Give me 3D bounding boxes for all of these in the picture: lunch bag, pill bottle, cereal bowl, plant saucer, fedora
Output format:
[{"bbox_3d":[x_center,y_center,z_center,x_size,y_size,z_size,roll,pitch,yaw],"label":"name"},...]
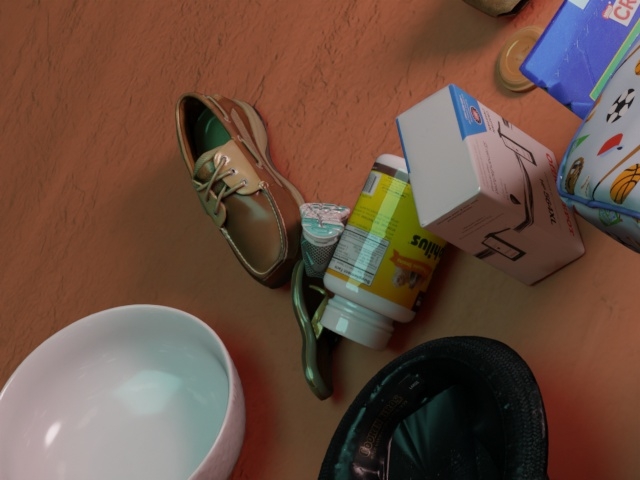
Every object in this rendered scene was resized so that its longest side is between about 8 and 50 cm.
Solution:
[{"bbox_3d":[0.324,-0.095,1.366,0.243,0.115,0.303,-56,16,-1],"label":"lunch bag"},{"bbox_3d":[0.079,0.016,1.965,0.117,0.117,0.215,24,90,48],"label":"pill bottle"},{"bbox_3d":[-0.243,0.254,2.124,0.338,0.141,0.339,-12,48,13],"label":"cereal bowl"},{"bbox_3d":[0.241,-0.215,1.983,0.083,0.013,0.084,-20,59,37],"label":"plant saucer"},{"bbox_3d":[0.145,0.272,1.755,0.334,0.152,0.334,-26,47,33],"label":"fedora"}]

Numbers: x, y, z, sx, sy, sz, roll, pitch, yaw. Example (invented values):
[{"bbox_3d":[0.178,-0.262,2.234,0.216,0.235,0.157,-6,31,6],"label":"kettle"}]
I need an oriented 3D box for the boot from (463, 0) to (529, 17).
[{"bbox_3d":[0.272,-0.398,1.996,0.115,0.112,0.305,40,99,16],"label":"boot"}]

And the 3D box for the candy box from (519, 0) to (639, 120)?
[{"bbox_3d":[0.341,-0.229,1.660,0.122,0.317,0.268,37,101,17],"label":"candy box"}]

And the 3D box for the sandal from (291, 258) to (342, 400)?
[{"bbox_3d":[0.004,0.105,2.041,0.049,0.072,0.180,-19,60,21],"label":"sandal"}]

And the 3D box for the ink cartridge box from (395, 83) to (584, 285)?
[{"bbox_3d":[0.185,-0.058,1.830,0.086,0.203,0.148,-32,52,29],"label":"ink cartridge box"}]

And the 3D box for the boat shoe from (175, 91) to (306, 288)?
[{"bbox_3d":[-0.117,-0.072,2.198,0.122,0.120,0.324,-46,46,21],"label":"boat shoe"}]

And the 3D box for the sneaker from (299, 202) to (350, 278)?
[{"bbox_3d":[0.000,0.000,2.053,0.065,0.166,0.076,7,105,5],"label":"sneaker"}]
